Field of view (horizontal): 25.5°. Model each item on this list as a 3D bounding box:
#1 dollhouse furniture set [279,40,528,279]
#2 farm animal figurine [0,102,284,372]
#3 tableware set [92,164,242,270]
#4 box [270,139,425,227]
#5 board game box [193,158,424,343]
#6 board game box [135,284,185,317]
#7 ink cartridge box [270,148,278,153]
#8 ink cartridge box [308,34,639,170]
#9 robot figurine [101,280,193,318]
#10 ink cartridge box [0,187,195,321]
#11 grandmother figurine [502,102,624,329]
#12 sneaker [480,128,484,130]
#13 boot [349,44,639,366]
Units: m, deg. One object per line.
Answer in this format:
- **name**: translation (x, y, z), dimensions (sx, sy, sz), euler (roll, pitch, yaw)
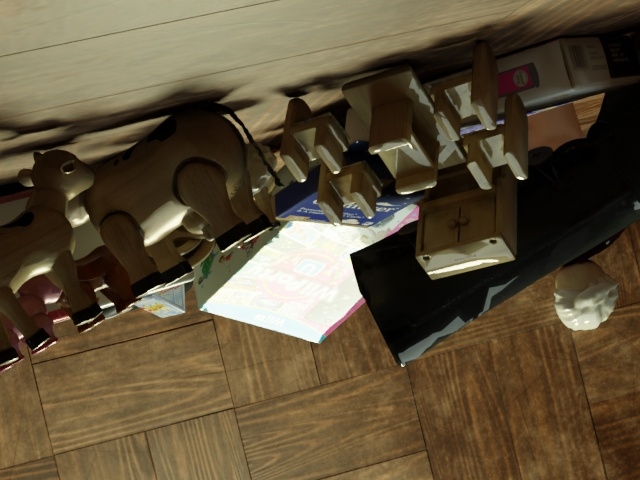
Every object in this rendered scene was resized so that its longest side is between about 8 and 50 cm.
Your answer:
- **dollhouse furniture set**: translation (0.112, -0.102, 1.456), dimensions (0.212, 0.161, 0.242), euler (-15, 136, 25)
- **farm animal figurine**: translation (-0.201, -0.026, 1.322), dimensions (0.327, 0.172, 0.330), euler (-28, 180, 1)
- **tableware set**: translation (-0.180, -0.037, 1.556), dimensions (0.128, 0.039, 0.194), euler (-25, -135, -9)
- **box**: translation (0.049, -0.064, 1.687), dimensions (0.136, 0.036, 0.225), euler (5, 161, -26)
- **board game box**: translation (0.000, 0.000, 1.932), dimensions (0.224, 0.097, 0.303), euler (18, 133, -36)
- **board game box**: translation (-0.275, 0.025, 2.075), dimensions (0.060, 0.194, 0.194), euler (-15, 179, 45)
- **ink cartridge box**: translation (-0.162, -0.048, 1.990), dimensions (0.134, 0.078, 0.231), euler (-13, 170, -45)
- **ink cartridge box**: translation (0.166, -0.156, 1.638), dimensions (0.371, 0.069, 0.176), euler (-17, 178, 37)
- **robot figurine**: translation (-0.327, 0.028, 2.222), dimensions (0.173, 0.209, 0.278), euler (-29, 178, 17)
- **ink cartridge box**: translation (-0.371, 0.032, 1.779), dimensions (0.279, 0.160, 0.384), euler (-18, -179, -30)
- **grandmother figurine**: translation (0.329, -0.048, 1.908), dimensions (0.208, 0.342, 0.104), euler (-13, 179, 16)
- **sneaker**: translation (0.130, -0.134, 2.022), dimensions (0.305, 0.114, 0.152), euler (-11, -166, -4)
- **boot**: translation (0.247, -0.047, 1.681), dimensions (0.445, 0.146, 0.367), euler (-33, -172, 7)
